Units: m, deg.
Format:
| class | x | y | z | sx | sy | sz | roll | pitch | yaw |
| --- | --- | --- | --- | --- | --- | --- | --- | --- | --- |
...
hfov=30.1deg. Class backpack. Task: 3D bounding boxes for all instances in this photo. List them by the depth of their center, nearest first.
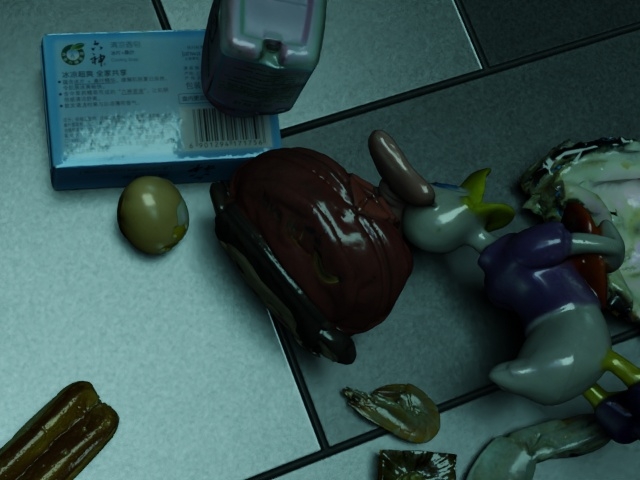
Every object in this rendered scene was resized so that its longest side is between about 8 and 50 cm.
| class | x | y | z | sx | sy | sz | roll | pitch | yaw |
| --- | --- | --- | --- | --- | --- | --- | --- | --- | --- |
| backpack | -0.002 | 0.001 | 1.147 | 0.139 | 0.229 | 0.229 | -39 | 87 | -22 |

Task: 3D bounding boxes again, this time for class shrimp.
| class | x | y | z | sx | sy | sz | roll | pitch | yaw |
| --- | --- | --- | --- | --- | --- | --- | --- | --- | --- |
| shrimp | 0.288 | 0.286 | 1.219 | 0.360 | 0.085 | 0.247 | -25 | 76 | -14 |
| shrimp | 0.076 | 0.168 | 1.225 | 0.108 | 0.023 | 0.059 | 31 | 62 | -3 |

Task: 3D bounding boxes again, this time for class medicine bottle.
| class | x | y | z | sx | sy | sz | roll | pitch | yaw |
| --- | --- | --- | --- | --- | --- | --- | --- | --- | --- |
| medicine bottle | -0.059 | -0.183 | 1.109 | 0.094 | 0.188 | 0.119 | 8 | 73 | -12 |

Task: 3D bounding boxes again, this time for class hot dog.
| class | x | y | z | sx | sy | sz | roll | pitch | yaw |
| --- | --- | --- | --- | --- | --- | --- | --- | --- | --- |
| hot dog | -0.264 | 0.207 | 1.123 | 0.071 | 0.045 | 0.165 | 45 | 71 | 0 |

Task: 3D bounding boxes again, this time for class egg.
| class | x | y | z | sx | sy | sz | roll | pitch | yaw |
| --- | --- | --- | --- | --- | --- | --- | --- | --- | --- |
| egg | -0.168 | -0.028 | 1.187 | 0.071 | 0.083 | 0.071 | -1 | 53 | 1 |

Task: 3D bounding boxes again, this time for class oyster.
| class | x | y | z | sx | sy | sz | roll | pitch | yaw |
| --- | --- | --- | --- | --- | --- | --- | --- | --- | --- |
| oyster | 0.337 | -0.011 | 1.299 | 0.260 | 0.092 | 0.198 | 28 | 71 | -14 |

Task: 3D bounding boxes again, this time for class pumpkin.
| class | x | y | z | sx | sy | sz | roll | pitch | yaw |
| --- | --- | --- | --- | --- | --- | --- | --- | --- | --- |
| pumpkin | 0.095 | 0.248 | 1.191 | 0.083 | 0.054 | 0.074 | 4 | 70 | -7 |

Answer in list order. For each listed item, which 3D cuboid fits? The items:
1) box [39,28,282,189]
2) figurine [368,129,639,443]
| class | x | y | z | sx | sy | sz | roll | pitch | yaw |
| --- | --- | --- | --- | --- | --- | --- | --- | --- | --- |
| box | -0.163 | -0.135 | 1.217 | 0.232 | 0.083 | 0.142 | -5 | 77 | -13 |
| figurine | 0.204 | 0.053 | 1.194 | 0.193 | 0.154 | 0.421 | -32 | 74 | -27 |
